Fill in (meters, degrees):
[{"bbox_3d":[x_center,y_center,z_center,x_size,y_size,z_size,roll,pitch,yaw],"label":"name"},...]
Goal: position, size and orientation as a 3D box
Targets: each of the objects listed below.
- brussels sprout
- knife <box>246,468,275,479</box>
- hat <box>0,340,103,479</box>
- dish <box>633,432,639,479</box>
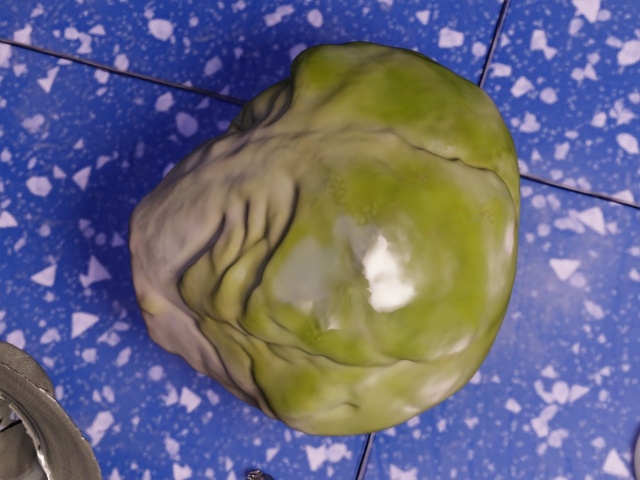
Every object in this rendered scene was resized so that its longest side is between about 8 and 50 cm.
[{"bbox_3d":[0.010,0.007,1.261,0.316,0.242,0.274,-33,67,5],"label":"brussels sprout"},{"bbox_3d":[-0.022,0.232,1.336,0.031,0.018,0.121,-36,71,1],"label":"knife"},{"bbox_3d":[-0.273,0.140,1.358,0.252,0.252,0.110,7,37,14],"label":"hat"},{"bbox_3d":[0.342,0.172,1.235,0.229,0.081,0.229,-3,77,12],"label":"dish"}]
